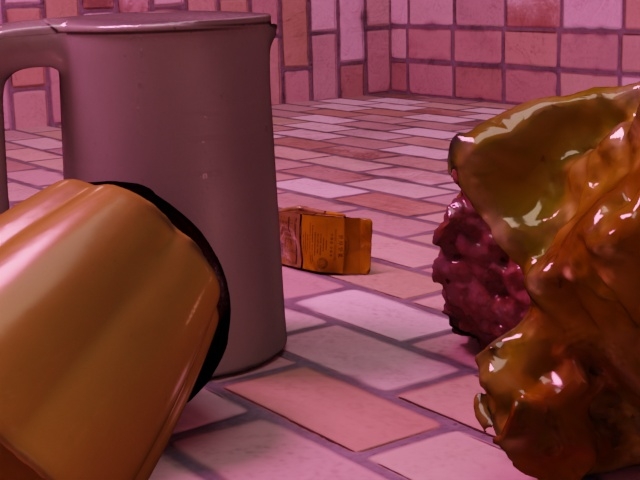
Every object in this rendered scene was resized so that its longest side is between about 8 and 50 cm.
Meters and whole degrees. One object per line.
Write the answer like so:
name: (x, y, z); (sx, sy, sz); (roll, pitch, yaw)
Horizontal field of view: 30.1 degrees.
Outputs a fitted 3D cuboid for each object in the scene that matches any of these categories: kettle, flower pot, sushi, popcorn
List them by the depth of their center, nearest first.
flower pot: (-0.158, 0.068, 0.717); (0.195, 0.195, 0.179); (9, 48, 39)
popcorn: (0.251, -0.001, 0.830); (0.325, 0.321, 0.290); (28, 26, 29)
kettle: (-0.165, -0.049, 1.098); (0.265, 0.318, 0.205); (1, 14, 7)
sushi: (0.225, -0.013, 1.101); (0.171, 0.236, 0.270); (16, 16, 31)

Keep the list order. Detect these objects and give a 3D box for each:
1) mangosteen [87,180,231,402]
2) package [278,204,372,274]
mangosteen: (-0.171, 0.053, 0.915); (0.210, 0.210, 0.210); (-1, 12, 0)
package: (0.000, 0.000, 1.423); (0.047, 0.071, 0.131); (-5, 13, -44)
